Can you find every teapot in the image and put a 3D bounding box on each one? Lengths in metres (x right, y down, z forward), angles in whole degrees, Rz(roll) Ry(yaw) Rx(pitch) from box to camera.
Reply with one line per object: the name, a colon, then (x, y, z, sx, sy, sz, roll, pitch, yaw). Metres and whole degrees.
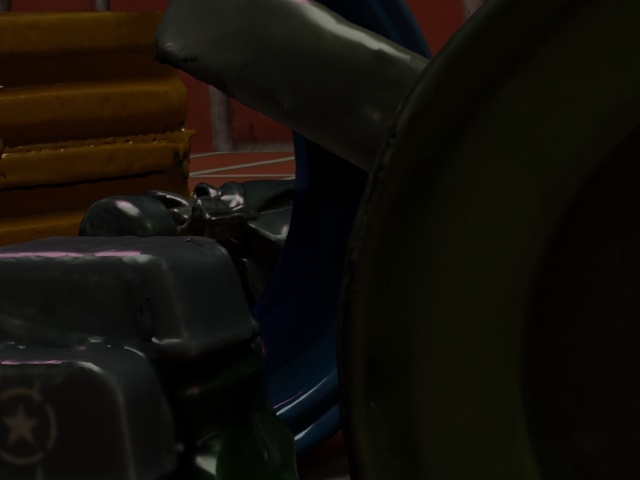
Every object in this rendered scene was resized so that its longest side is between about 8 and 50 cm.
teapot: (0.078, 0.001, 0.542, 0.270, 0.200, 0.337, 27, 4, -2)

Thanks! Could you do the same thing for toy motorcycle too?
toy motorcycle: (-0.136, 0.038, 0.468, 0.274, 0.187, 0.125, -1, 6, 14)

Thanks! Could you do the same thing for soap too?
soap: (-0.255, -0.076, 1.542, 0.324, 0.204, 0.096, -6, 4, -33)

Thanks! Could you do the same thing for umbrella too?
umbrella: (-0.002, 0.003, 1.149, 0.143, 0.094, 0.349, -14, -6, 38)

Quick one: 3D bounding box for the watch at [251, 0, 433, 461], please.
watch: (-0.104, -0.055, 0.779, 0.274, 0.305, 0.241, -14, 10, -21)

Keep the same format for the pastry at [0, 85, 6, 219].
pastry: (-0.322, -0.074, 1.306, 0.275, 0.275, 0.193, 1, 21, 33)
